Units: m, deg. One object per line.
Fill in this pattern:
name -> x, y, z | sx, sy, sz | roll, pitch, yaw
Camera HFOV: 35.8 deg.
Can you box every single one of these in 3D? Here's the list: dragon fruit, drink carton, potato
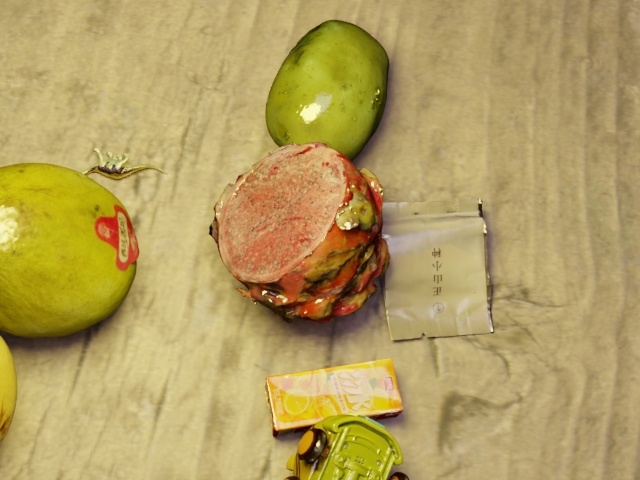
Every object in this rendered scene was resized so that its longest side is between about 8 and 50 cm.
dragon fruit -> 0.000, 0.000, 1.698 | 0.296, 0.263, 0.314 | -44, 42, 9
drink carton -> 0.021, 0.268, 1.693 | 0.222, 0.071, 0.096 | -7, 70, -10
potato -> 0.015, -0.266, 1.812 | 0.215, 0.216, 0.304 | 15, 56, -2

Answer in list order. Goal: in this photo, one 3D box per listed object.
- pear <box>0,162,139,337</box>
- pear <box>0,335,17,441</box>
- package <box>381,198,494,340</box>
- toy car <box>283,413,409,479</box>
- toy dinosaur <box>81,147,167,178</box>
pear -> -0.463, 0.010, 1.582 | 0.287, 0.375, 0.287 | -4, 80, 25
pear -> -0.620, 0.232, 1.510 | 0.309, 0.309, 0.309 | 2, 70, -7
package -> 0.210, 0.051, 1.806 | 0.203, 0.062, 0.251 | -3, 84, -9
toy car -> 0.018, 0.403, 1.606 | 0.200, 0.142, 0.248 | 35, 71, -20
toy dinosaur -> -0.373, -0.141, 1.807 | 0.180, 0.037, 0.058 | -3, 95, -1
